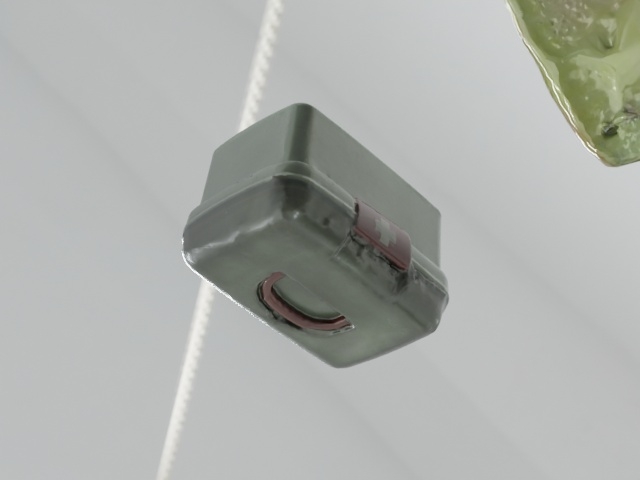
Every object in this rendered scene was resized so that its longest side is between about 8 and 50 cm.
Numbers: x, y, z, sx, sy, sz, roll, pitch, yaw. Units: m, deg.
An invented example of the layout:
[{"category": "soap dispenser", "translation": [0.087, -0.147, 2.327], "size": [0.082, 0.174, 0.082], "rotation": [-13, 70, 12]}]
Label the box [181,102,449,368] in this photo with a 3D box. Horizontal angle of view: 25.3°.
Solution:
[{"category": "box", "translation": [0.000, 0.000, 1.170], "size": [0.210, 0.148, 0.129], "rotation": [37, -137, -33]}]

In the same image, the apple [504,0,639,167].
[{"category": "apple", "translation": [0.232, -0.161, 0.764], "size": [0.193, 0.265, 0.120], "rotation": [69, -167, 6]}]
